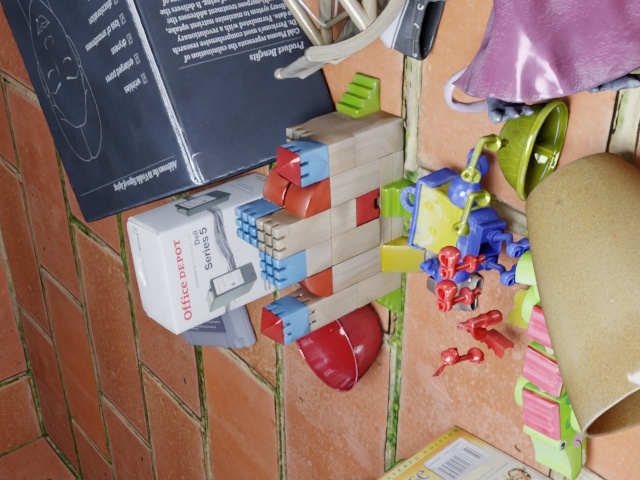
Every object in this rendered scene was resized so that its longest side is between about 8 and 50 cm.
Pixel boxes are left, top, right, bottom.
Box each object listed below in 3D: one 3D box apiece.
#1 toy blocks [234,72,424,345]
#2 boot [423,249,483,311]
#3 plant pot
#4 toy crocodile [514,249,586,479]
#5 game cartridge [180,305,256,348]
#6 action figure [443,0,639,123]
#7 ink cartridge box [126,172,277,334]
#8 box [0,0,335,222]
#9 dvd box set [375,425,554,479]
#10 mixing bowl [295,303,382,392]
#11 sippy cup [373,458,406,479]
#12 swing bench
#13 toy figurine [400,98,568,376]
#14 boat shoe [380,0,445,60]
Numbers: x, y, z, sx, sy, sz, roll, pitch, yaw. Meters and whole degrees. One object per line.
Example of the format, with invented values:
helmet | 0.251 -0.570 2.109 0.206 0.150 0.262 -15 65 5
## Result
toy blocks | -0.004 -0.024 1.279 0.191 0.261 0.381 29 131 43
boot | 0.193 0.045 1.252 0.087 0.042 0.118 22 128 39
plant pot | 0.329 0.040 0.919 0.254 0.237 0.237 68 150 27
toy crocodile | 0.301 0.162 1.106 0.115 0.105 0.340 26 130 45
game cartridge | -0.254 0.138 1.921 0.294 0.060 0.196 -6 108 55
action figure | 0.228 -0.324 0.889 0.276 0.248 0.370 -140 32 -77
ink cartridge box | -0.184 0.018 1.547 0.115 0.273 0.198 24 128 46
box | -0.272 -0.314 1.447 0.480 0.297 0.471 -9 101 56
dvd box set | 0.236 0.430 1.179 0.420 0.307 0.062 22 128 46
mixing bowl | 0.039 0.155 1.471 0.181 0.098 0.181 37 141 39
sippy cup | 0.120 0.527 1.476 0.240 0.224 0.305 62 147 8
swing bench | 0.000 -0.349 1.098 0.253 0.165 0.254 -154 44 -76
toy figurine | 0.164 -0.034 1.118 0.217 0.191 0.362 39 137 43
boat shoe | 0.143 -0.317 1.071 0.076 0.080 0.228 36 136 12
